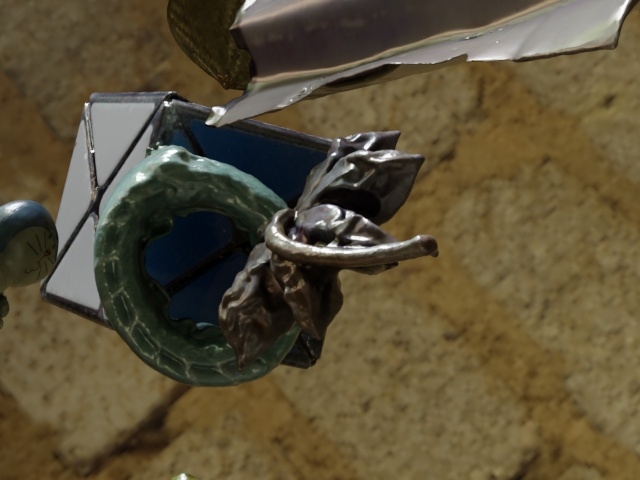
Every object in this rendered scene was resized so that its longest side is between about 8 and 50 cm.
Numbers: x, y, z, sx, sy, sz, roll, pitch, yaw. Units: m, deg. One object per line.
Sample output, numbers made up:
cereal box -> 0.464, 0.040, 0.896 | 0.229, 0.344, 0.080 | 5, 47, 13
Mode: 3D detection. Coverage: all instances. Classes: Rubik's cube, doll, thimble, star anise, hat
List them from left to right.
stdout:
doll -> -0.206, 0.008, 0.997 | 0.050, 0.083, 0.076 | 34, -35, 27
Rubik's cube -> -0.134, -0.016, 1.698 | 0.259, 0.260, 0.255 | 16, -2, -30
thimble -> -0.113, 0.018, 1.445 | 0.143, 0.198, 0.235 | -152, -138, -80
hat -> -0.069, -0.149, 1.263 | 0.146, 0.067, 0.146 | 13, -35, 9
star anise -> 0.001, 0.000, 1.163 | 0.081, 0.230, 0.262 | 42, -15, -14

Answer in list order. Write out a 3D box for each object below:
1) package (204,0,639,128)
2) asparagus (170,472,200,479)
package -> 0.082, -0.133, 0.576 | 0.204, 0.251, 0.062 | -8, -49, 49
asparagus -> -0.050, 0.144, 0.849 | 0.108, 0.021, 0.025 | -4, -48, 46
